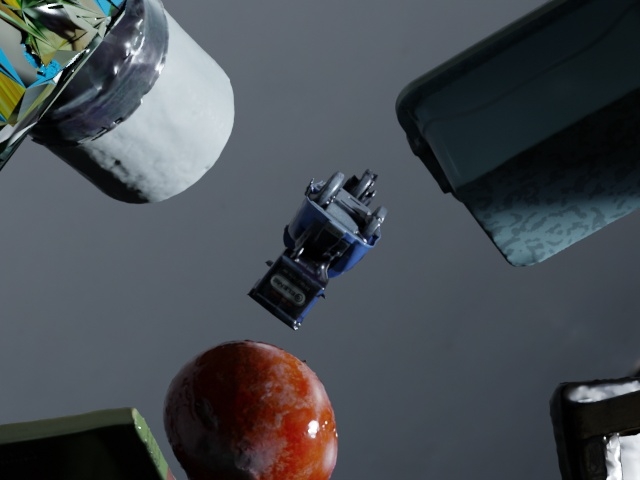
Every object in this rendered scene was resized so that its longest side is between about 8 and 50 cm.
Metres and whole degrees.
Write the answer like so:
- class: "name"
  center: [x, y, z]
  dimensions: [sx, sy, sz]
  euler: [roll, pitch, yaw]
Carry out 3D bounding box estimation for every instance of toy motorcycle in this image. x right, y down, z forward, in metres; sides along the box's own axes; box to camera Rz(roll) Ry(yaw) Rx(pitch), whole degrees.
- class: "toy motorcycle"
  center: [0.000, 0.000, 2.211]
  dimensions: [0.125, 0.358, 0.213]
  euler: [38, 101, -1]

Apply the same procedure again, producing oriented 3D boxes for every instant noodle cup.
- class: "instant noodle cup"
  center: [-0.248, -0.127, 0.984]
  dimensions: [0.178, 0.240, 0.240]
  euler: [38, 92, -10]

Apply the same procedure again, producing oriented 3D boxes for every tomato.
- class: "tomato"
  center: [-0.075, 0.201, 1.619]
  dimensions: [0.173, 0.099, 0.189]
  euler: [-19, 95, 11]

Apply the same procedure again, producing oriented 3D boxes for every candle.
- class: "candle"
  center: [-0.228, -0.171, 1.821]
  dimensions: [0.221, 0.221, 0.342]
  euler: [-49, 144, 0]

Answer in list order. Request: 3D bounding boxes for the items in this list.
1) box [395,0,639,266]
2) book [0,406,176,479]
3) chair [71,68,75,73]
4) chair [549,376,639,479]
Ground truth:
- class: "box"
  center: [0.187, -0.093, 1.209]
  dimensions: [0.227, 0.130, 0.162]
  euler: [-30, 139, 11]
- class: "book"
  center: [-0.196, 0.259, 1.353]
  dimensions: [0.201, 0.026, 0.289]
  euler: [-11, 126, 15]
- class: "chair"
  center: [-0.306, -0.274, 1.343]
  dimensions: [0.159, 0.246, 0.172]
  euler: [80, 28, -67]
- class: "chair"
  center: [0.222, 0.183, 0.917]
  dimensions: [0.203, 0.416, 0.241]
  euler: [-1, 83, -34]
